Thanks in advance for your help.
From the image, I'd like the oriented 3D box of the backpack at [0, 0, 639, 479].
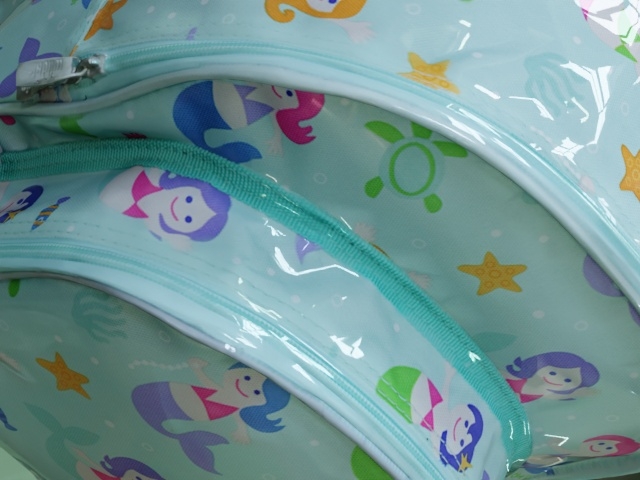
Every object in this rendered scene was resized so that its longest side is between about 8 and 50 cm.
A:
[{"bbox_3d":[0.000,0.000,0.550,0.225,0.253,0.191,47,47,-30],"label":"backpack"}]
